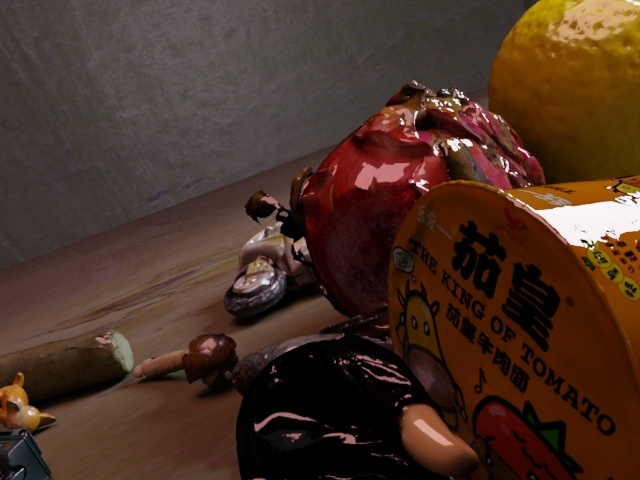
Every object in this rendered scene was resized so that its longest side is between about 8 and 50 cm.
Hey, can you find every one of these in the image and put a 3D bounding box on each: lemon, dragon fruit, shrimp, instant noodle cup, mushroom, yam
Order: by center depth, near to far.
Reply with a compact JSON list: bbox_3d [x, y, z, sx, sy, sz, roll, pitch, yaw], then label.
[{"bbox_3d":[0.164,0.054,0.405,0.173,0.215,0.216,-14,11,-23],"label":"instant noodle cup"},{"bbox_3d":[0.025,0.117,0.596,0.233,0.079,0.090,-11,51,21],"label":"shrimp"},{"bbox_3d":[0.109,-0.034,0.733,0.269,0.250,0.291,-32,11,32],"label":"dragon fruit"},{"bbox_3d":[-0.160,0.148,0.781,0.060,0.061,0.187,-13,-6,-43],"label":"mushroom"},{"bbox_3d":[0.385,-0.190,0.848,0.336,0.335,0.336,-18,14,4],"label":"lemon"},{"bbox_3d":[-0.430,0.194,0.882,0.372,0.083,0.083,-15,14,4],"label":"yam"}]

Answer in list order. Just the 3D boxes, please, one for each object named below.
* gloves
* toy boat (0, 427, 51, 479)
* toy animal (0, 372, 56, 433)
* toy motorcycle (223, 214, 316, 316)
[{"bbox_3d":[0.016,0.147,0.408,0.164,0.124,0.203,-45,36,14],"label":"gloves"},{"bbox_3d":[-0.337,0.226,0.678,0.141,0.055,0.060,-12,23,28],"label":"toy boat"},{"bbox_3d":[-0.357,0.199,0.800,0.083,0.060,0.081,-13,49,40],"label":"toy animal"},{"bbox_3d":[0.000,0.000,1.011,0.341,0.107,0.223,-27,21,-7],"label":"toy motorcycle"}]
